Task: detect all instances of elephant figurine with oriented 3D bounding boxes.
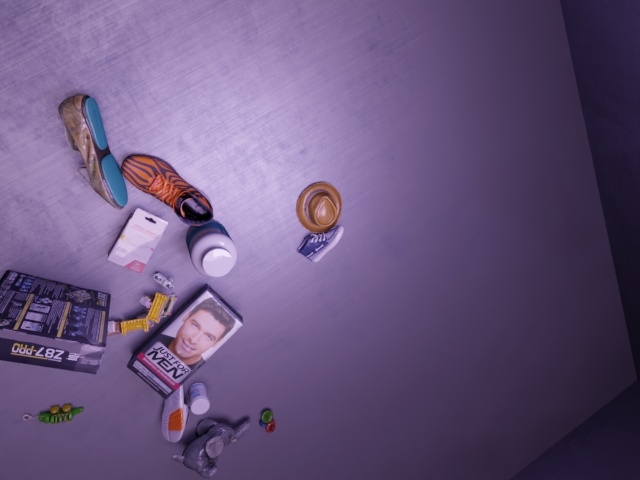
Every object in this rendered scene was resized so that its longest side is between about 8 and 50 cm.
[{"bbox_3d":[-0.420,0.786,1.834,0.170,0.186,0.239,30,83,16],"label":"elephant figurine"}]

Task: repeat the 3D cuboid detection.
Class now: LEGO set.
[{"bbox_3d":[-0.598,0.249,1.615,0.132,0.107,0.287,45,93,7],"label":"LEGO set"}]

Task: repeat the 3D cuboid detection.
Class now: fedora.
[{"bbox_3d":[0.008,-0.114,1.716,0.195,0.079,0.194,-6,109,-19],"label":"fedora"}]

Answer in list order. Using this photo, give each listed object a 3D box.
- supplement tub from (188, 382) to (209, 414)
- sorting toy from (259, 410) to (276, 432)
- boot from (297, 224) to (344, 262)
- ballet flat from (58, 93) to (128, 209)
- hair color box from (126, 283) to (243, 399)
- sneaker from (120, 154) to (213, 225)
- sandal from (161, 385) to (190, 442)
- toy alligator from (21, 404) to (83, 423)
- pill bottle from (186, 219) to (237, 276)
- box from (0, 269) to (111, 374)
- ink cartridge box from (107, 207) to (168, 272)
[{"bbox_3d":[-0.460,0.596,1.759,0.071,0.107,0.070,-7,109,-19],"label":"supplement tub"},{"bbox_3d":[-0.226,0.756,1.948,0.061,0.042,0.101,-22,103,-30],"label":"sorting toy"},{"bbox_3d":[0.000,0.000,1.736,0.086,0.069,0.190,31,114,-24],"label":"boot"},{"bbox_3d":[-0.683,-0.255,1.393,0.123,0.123,0.348,-17,113,-15],"label":"ballet flat"},{"bbox_3d":[-0.472,0.354,1.648,0.374,0.113,0.185,-44,103,-3],"label":"hair color box"},{"bbox_3d":[-0.466,-0.157,1.461,0.321,0.180,0.124,30,95,-27],"label":"sneaker"},{"bbox_3d":[-0.533,0.622,1.753,0.076,0.102,0.264,3,92,-66],"label":"sandal"},{"bbox_3d":[-0.931,0.614,1.614,0.190,0.051,0.056,-2,108,-21],"label":"toy alligator"},{"bbox_3d":[-0.355,0.030,1.520,0.147,0.264,0.146,-7,110,-19],"label":"pill bottle"},{"bbox_3d":[-0.788,0.225,1.347,0.319,0.395,0.097,17,99,-26],"label":"box"},{"bbox_3d":[-0.596,-0.007,1.526,0.115,0.067,0.198,29,97,-27],"label":"ink cartridge box"}]
